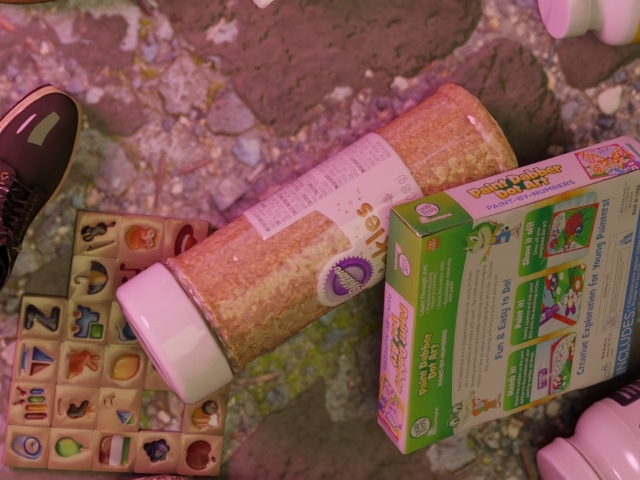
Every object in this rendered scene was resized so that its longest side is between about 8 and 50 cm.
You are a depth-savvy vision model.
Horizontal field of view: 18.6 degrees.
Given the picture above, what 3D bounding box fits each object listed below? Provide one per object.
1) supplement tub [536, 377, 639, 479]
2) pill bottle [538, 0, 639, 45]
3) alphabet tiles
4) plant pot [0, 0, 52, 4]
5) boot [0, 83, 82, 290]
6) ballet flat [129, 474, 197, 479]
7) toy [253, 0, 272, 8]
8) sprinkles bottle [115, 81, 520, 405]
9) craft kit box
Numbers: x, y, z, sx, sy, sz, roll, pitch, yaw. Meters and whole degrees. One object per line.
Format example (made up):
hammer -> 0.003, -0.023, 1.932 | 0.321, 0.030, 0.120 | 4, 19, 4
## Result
supplement tub -> 0.359, 0.202, 1.813 | 0.272, 0.191, 0.191 | -29, 109, -7
pill bottle -> 0.291, -0.229, 1.733 | 0.184, 0.103, 0.103 | -11, 106, -13
alphabet tiles -> -0.171, 0.093, 1.734 | 0.198, 0.009, 0.237 | 5, 102, -17
plant pot -> -0.246, -0.306, 1.575 | 0.236, 0.032, 0.236 | -1, 105, -3
boot -> -0.251, -0.028, 1.612 | 0.077, 0.137, 0.198 | 28, 94, -20
ballet flat -> 0.028, 0.321, 1.754 | 0.483, 0.182, 0.164 | 12, 99, -18
toy -> -0.078, -0.327, 1.627 | 0.137, 0.056, 0.237 | -42, 102, 2
sprinkles bottle -> 0.000, 0.000, 1.692 | 0.355, 0.121, 0.121 | -33, 110, -9
craft kit box -> 0.172, 0.049, 1.724 | 0.247, 0.061, 0.250 | -19, 132, -25
